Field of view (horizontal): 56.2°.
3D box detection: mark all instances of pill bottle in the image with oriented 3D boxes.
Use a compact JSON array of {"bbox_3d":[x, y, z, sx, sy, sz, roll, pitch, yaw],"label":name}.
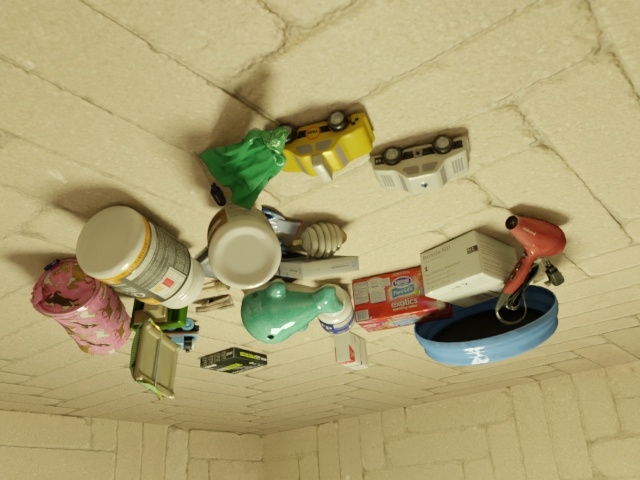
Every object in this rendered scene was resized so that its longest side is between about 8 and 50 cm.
[{"bbox_3d":[-0.155,-0.002,1.167,0.131,0.131,0.229,2,-165,-12],"label":"pill bottle"},{"bbox_3d":[0.040,0.197,1.736,0.112,0.111,0.186,-7,153,6],"label":"pill bottle"},{"bbox_3d":[-0.382,0.049,1.313,0.162,0.162,0.278,-12,153,17],"label":"pill bottle"}]

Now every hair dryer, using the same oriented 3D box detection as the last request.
[{"bbox_3d":[0.500,0.054,1.424,0.224,0.080,0.293,-36,122,-20],"label":"hair dryer"}]

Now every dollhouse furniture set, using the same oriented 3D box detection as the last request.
[{"bbox_3d":[-0.464,0.251,1.546,0.151,0.301,0.197,-7,149,12],"label":"dollhouse furniture set"}]

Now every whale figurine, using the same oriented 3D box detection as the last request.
[{"bbox_3d":[-0.079,0.191,1.583,0.272,0.141,0.216,-10,135,14],"label":"whale figurine"}]

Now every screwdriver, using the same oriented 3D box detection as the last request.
[{"bbox_3d":[-0.212,-0.116,1.159,0.025,0.024,0.170,21,157,16],"label":"screwdriver"}]

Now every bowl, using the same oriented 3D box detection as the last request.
[{"bbox_3d":[0.456,0.229,1.651,0.391,0.077,0.391,-17,-171,3],"label":"bowl"}]

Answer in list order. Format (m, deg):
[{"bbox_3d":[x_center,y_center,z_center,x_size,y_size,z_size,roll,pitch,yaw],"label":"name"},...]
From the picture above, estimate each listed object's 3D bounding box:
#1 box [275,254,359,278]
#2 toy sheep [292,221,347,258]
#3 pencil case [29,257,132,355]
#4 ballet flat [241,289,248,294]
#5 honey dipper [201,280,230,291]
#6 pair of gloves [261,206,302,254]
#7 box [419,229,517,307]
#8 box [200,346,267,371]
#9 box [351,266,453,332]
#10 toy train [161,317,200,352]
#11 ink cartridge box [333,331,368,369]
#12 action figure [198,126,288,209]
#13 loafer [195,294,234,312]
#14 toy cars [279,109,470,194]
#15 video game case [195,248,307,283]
[{"bbox_3d":[-0.016,0.059,1.410,0.145,0.038,0.186,-7,-178,-26],"label":"box"},{"bbox_3d":[0.000,0.000,1.355,0.132,0.091,0.091,-12,159,-23],"label":"toy sheep"},{"bbox_3d":[-0.614,0.187,1.573,0.167,0.160,0.386,28,156,10],"label":"pencil case"},{"bbox_3d":[-0.169,0.154,1.684,0.057,0.052,0.168,-20,150,30],"label":"ballet flat"},{"bbox_3d":[-0.325,0.136,1.653,0.161,0.030,0.030,-12,153,21],"label":"honey dipper"},{"bbox_3d":[-0.134,-0.010,1.361,0.159,0.023,0.198,7,145,-25],"label":"pair of gloves"},{"bbox_3d":[0.383,0.078,1.531,0.182,0.119,0.181,18,146,-37],"label":"box"},{"bbox_3d":[-0.334,0.468,2.317,0.191,0.045,0.184,-22,151,32],"label":"box"},{"bbox_3d":[0.229,0.165,1.677,0.257,0.128,0.122,-14,154,19],"label":"box"},{"bbox_3d":[-0.472,0.303,1.886,0.184,0.105,0.080,2,154,-13],"label":"toy train"},{"bbox_3d":[0.111,0.400,2.165,0.063,0.109,0.150,-17,151,24],"label":"ink cartridge box"},{"bbox_3d":[-0.114,-0.138,1.018,0.137,0.063,0.232,44,151,-15],"label":"action figure"},{"bbox_3d":[-0.312,0.186,1.757,0.125,0.039,0.045,-10,-173,18],"label":"loafer"},{"bbox_3d":[0.096,-0.138,1.081,0.394,0.087,0.176,7,152,-22],"label":"toy cars"},{"bbox_3d":[-0.173,0.066,1.535,0.274,0.026,0.196,12,150,-32],"label":"video game case"}]
